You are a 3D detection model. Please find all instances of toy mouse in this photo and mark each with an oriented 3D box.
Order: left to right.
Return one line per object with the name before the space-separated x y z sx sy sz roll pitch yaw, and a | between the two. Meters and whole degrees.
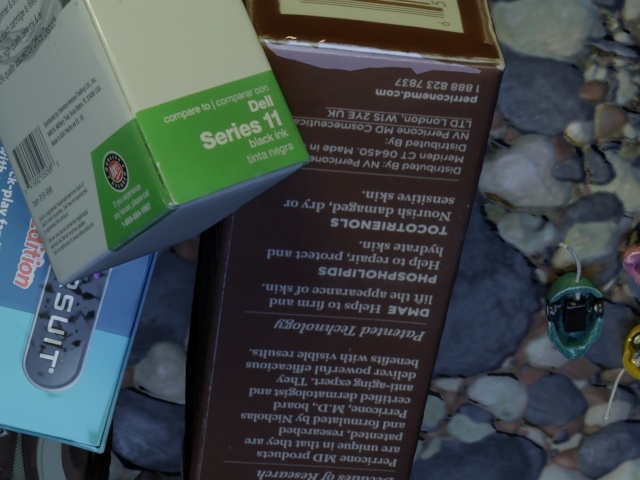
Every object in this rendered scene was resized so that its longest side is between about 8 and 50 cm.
toy mouse | 0.201 0.033 1.241 0.143 0.031 0.161 37 117 -28

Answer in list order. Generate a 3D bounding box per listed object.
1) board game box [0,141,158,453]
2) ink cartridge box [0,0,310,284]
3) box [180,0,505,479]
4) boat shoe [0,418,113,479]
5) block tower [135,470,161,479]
board game box | -0.253 -0.044 1.060 0.336 0.079 0.254 15 99 -14
ink cartridge box | -0.110 -0.101 0.940 0.087 0.208 0.153 -21 176 -32
box | 0.000 0.000 1.104 0.143 0.191 0.381 6 128 -8
boat shoe | -0.188 0.084 1.223 0.095 0.095 0.257 13 121 8
block tower | -0.009 0.287 1.390 0.335 0.091 0.097 27 121 -21
